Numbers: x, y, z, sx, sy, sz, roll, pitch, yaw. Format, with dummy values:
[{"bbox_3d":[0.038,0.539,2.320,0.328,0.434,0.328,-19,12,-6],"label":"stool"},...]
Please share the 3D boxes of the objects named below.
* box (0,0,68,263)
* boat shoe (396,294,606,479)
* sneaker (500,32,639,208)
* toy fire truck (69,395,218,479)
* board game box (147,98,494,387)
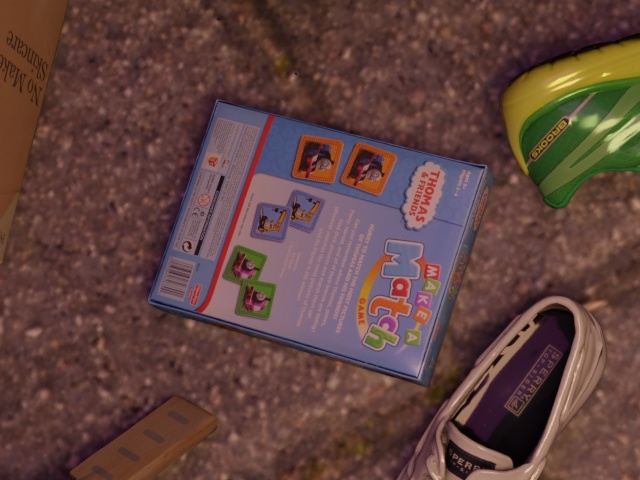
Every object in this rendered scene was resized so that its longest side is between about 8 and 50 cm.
[{"bbox_3d":[-0.281,-0.151,1.425,0.121,0.148,0.311,9,79,17],"label":"box"},{"bbox_3d":[0.100,0.146,1.266,0.095,0.084,0.258,26,83,20],"label":"boat shoe"},{"bbox_3d":[0.274,-0.091,1.287,0.295,0.109,0.123,-12,98,9],"label":"sneaker"},{"bbox_3d":[-0.128,0.238,1.288,0.217,0.158,0.246,23,93,21],"label":"toy fire truck"},{"bbox_3d":[0.000,0.000,1.359,0.211,0.039,0.160,15,80,20],"label":"board game box"}]
